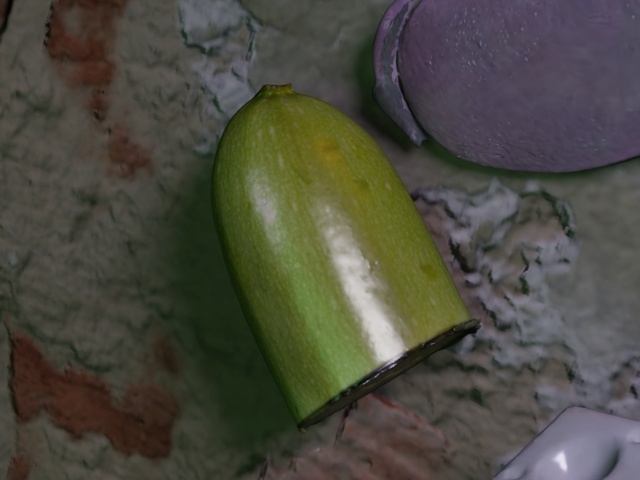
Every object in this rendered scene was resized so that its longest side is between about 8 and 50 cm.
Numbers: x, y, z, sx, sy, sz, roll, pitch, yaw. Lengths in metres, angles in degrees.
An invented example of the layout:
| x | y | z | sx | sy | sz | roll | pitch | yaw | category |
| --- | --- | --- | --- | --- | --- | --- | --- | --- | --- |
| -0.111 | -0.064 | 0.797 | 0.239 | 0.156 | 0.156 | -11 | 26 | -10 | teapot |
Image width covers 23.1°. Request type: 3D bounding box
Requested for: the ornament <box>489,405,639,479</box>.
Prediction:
| x | y | z | sx | sy | sz | roll | pitch | yaw | category |
| --- | --- | --- | --- | --- | --- | --- | --- | --- | --- |
| 0.156 | 0.249 | 0.659 | 0.240 | 0.239 | 0.239 | 9 | 131 | 54 | ornament |

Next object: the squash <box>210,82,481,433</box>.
| x | y | z | sx | sy | sz | roll | pitch | yaw | category |
| --- | --- | --- | --- | --- | --- | --- | --- | --- | --- |
| 0.000 | 0.000 | 0.872 | 0.123 | 0.123 | 0.186 | -29 | 82 | 32 | squash |

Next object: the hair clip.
| x | y | z | sx | sy | sz | roll | pitch | yaw | category |
| --- | --- | --- | --- | --- | --- | --- | --- | --- | --- |
| 0.171 | -0.118 | 0.779 | 0.359 | 0.110 | 0.095 | -27 | 43 | 36 | hair clip |
